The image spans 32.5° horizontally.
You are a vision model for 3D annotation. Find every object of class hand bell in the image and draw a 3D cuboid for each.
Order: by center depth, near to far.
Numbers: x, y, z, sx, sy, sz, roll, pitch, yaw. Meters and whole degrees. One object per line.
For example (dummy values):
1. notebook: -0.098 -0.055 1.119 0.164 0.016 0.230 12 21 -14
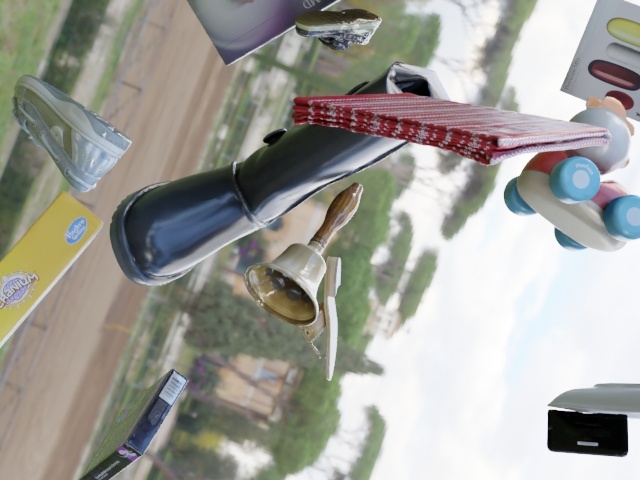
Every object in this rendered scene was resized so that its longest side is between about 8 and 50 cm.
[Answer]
1. hand bell: 0.000 0.000 1.661 0.242 0.126 0.126 -54 175 -33

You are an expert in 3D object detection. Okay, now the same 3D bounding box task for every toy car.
1. toy car: 0.457 -0.125 1.805 0.238 0.210 0.219 -58 -172 -12

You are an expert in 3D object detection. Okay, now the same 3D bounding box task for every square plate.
1. square plate: 0.589 0.254 1.684 0.347 0.344 0.049 -10 -108 53

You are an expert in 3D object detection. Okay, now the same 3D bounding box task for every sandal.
1. sandal: -0.009 0.143 2.073 0.088 0.079 0.240 -59 154 -72

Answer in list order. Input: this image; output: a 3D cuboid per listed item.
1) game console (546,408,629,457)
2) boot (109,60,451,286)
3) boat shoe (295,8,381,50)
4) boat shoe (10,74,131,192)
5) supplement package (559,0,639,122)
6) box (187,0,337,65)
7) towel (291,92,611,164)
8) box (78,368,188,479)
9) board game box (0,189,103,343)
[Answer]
1. game console: 0.415 0.301 1.714 0.071 0.122 0.107 79 17 -49
2. boot: -0.050 -0.101 1.607 0.445 0.146 0.367 -22 -172 30
3. boat shoe: 0.024 -0.275 1.451 0.152 0.056 0.049 -14 127 -44
4. boat shoe: -0.385 -0.161 1.613 0.320 0.118 0.103 31 -92 48
5. supplement package: 0.573 -0.330 2.003 0.149 0.203 0.194 -32 143 -67
6. box: -0.075 -0.467 1.638 0.296 0.294 0.183 -24 -166 36
7. towel: 0.127 -0.118 1.121 0.198 0.274 0.031 -10 110 -44
8. box: -0.227 0.230 1.323 0.162 0.029 0.116 -38 -163 48
9. board game box: -0.404 0.086 1.381 0.316 0.064 0.242 -51 -171 -12
